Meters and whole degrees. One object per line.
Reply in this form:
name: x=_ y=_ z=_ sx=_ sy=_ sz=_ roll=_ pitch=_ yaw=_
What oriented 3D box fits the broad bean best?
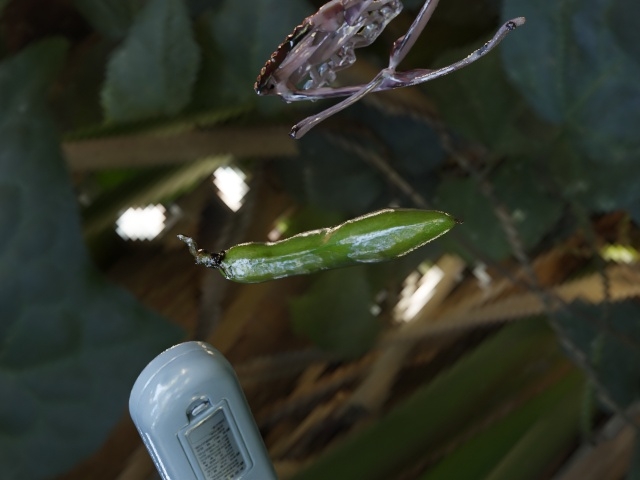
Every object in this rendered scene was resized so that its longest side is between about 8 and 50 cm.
broad bean: x=0.001 y=0.008 z=2.024 sx=0.325 sy=0.067 sz=0.075 roll=-12 pitch=146 yaw=22

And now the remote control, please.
remote control: x=-0.086 y=0.170 z=1.490 sx=0.047 sy=0.087 sz=0.244 roll=40 pitch=160 yaw=37

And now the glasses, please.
glasses: x=0.067 y=-0.147 z=1.195 sx=0.255 sy=0.162 sz=0.095 roll=-40 pitch=91 yaw=31
